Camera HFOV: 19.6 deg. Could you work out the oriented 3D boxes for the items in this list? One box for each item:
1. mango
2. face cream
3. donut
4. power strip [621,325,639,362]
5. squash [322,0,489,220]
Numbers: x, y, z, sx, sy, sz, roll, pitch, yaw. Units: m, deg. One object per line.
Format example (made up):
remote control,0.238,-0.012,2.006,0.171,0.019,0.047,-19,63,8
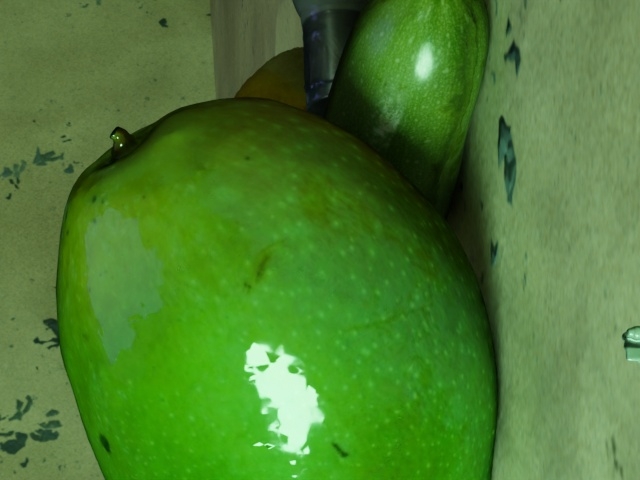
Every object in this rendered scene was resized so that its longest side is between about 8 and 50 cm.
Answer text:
mango,-0.008,0.101,1.000,0.201,0.225,0.382,-99,-9,-71
face cream,0.009,-0.231,1.374,0.144,0.071,0.291,88,180,-69
donut,-0.040,-0.067,1.445,0.190,0.074,0.174,-63,-14,14
power strip,0.119,0.007,0.636,0.055,0.035,0.083,110,160,-72
squash,0.039,-0.036,1.090,0.341,0.094,0.094,104,164,-59
